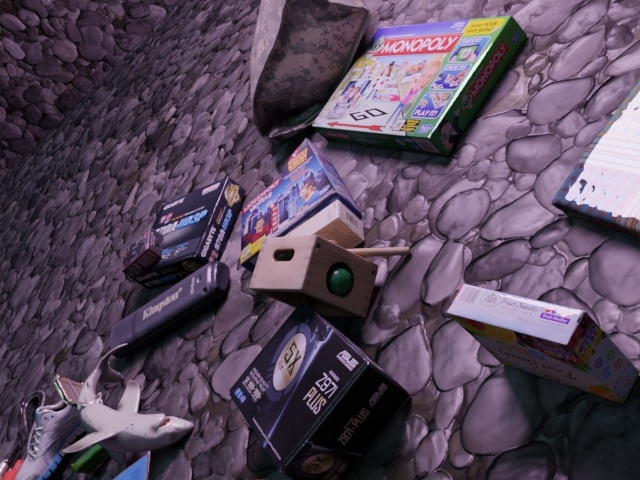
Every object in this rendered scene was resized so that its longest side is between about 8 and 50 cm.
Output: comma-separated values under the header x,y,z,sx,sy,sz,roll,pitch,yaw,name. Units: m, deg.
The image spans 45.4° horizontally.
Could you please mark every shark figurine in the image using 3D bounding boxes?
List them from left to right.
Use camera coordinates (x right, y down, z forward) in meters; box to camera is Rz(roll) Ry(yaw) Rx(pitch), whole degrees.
x,y,z,sx,sy,sz,roll,pitch,yaw,name
-0.317,0.276,1.159,0.166,0.116,0.278,-26,30,-26,shark figurine

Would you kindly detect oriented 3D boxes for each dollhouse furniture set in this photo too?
x,y,z,sx,sy,sz,roll,pitch,yaw,name
-0.388,0.292,1.220,0.058,0.076,0.151,-41,62,2,dollhouse furniture set

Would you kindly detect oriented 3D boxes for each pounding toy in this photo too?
x,y,z,sx,sy,sz,roll,pitch,yaw,name
0.012,0.036,0.968,0.141,0.130,0.100,-4,66,51,pounding toy

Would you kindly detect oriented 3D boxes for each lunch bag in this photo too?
x,y,z,sx,sy,sz,roll,pitch,yaw,name
-0.043,-0.339,1.377,0.235,0.169,0.287,-102,32,-56,lunch bag

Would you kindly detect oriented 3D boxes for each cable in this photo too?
x,y,z,sx,sy,sz,roll,pitch,yaw,name
-0.538,0.371,1.362,0.139,0.072,0.287,-26,38,26,cable

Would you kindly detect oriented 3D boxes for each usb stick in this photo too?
x,y,z,sx,sy,sz,roll,pitch,yaw,name
-0.261,0.119,1.297,0.278,0.045,0.077,-31,35,29,usb stick

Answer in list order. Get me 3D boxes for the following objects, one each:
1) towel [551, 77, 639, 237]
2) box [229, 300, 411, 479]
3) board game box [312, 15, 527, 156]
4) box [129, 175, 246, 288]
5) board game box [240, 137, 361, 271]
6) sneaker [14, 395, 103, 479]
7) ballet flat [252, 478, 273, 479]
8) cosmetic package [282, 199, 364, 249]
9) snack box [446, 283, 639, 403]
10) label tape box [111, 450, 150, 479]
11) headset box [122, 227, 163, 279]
x,y,z,sx,sy,sz,roll,pitch,yaw,name
0.415,-0.147,0.714,0.370,0.040,0.271,-54,30,-2,towel
-0.007,0.175,0.876,0.147,0.077,0.180,-50,31,-1,box
0.135,-0.237,1.165,0.213,0.046,0.317,-57,31,-9,board game box
-0.246,-0.011,1.410,0.220,0.051,0.175,-16,46,44,box
-0.036,-0.061,1.184,0.194,0.060,0.194,-36,33,24,board game box
-0.455,0.321,1.274,0.071,0.083,0.190,7,55,50,sneaker
-0.061,0.291,0.825,0.232,0.073,0.080,-14,48,45,ballet flat
0.000,0.000,1.073,0.115,0.060,0.041,-32,34,25,cosmetic package
0.195,0.089,0.682,0.141,0.100,0.037,12,66,57,snack box
-0.260,0.421,0.833,0.334,0.106,0.240,-37,36,24,label tape box
-0.320,0.021,1.392,0.083,0.032,0.062,-39,34,23,headset box
